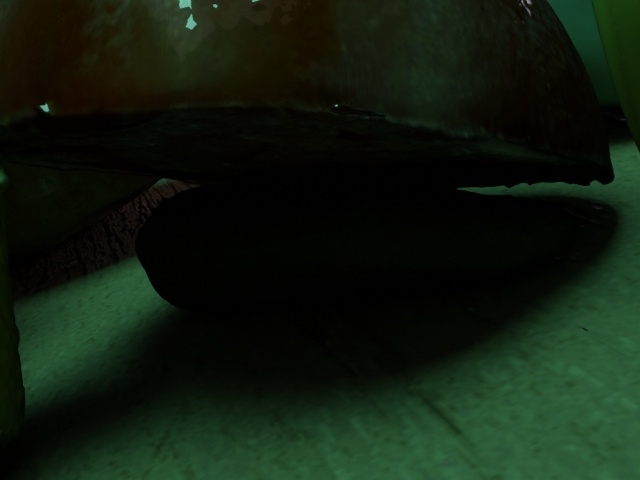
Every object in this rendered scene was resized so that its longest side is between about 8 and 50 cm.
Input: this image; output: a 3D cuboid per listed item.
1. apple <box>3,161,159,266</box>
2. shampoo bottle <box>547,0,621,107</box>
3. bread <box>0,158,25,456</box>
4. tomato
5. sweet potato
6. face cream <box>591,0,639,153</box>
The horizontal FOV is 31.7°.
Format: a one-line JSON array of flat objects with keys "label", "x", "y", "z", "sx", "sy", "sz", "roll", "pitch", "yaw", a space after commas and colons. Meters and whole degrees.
[{"label": "apple", "x": -0.235, "y": -0.131, "z": 0.939, "sx": 0.277, "sy": 0.250, "sz": 0.309, "roll": -31, "pitch": 8, "yaw": 9}, {"label": "shampoo bottle", "x": 0.164, "y": -0.177, "z": 0.856, "sx": 0.222, "sy": 0.151, "sz": 0.349, "roll": -20, "pitch": 15, "yaw": -23}, {"label": "bread", "x": -0.223, "y": 0.045, "z": 0.521, "sx": 0.197, "sy": 0.170, "sz": 0.197, "roll": -11, "pitch": 17, "yaw": 3}, {"label": "tomato", "x": -0.020, "y": -0.103, "z": 0.587, "sx": 0.339, "sy": 0.143, "sz": 0.338, "roll": 2, "pitch": -4, "yaw": 0}, {"label": "sweet potato", "x": 0.000, "y": 0.000, "z": 0.601, "sx": 0.273, "sy": 0.075, "sz": 0.075, "roll": -4, "pitch": 22, "yaw": 38}, {"label": "face cream", "x": 0.229, "y": -0.127, "z": 0.481, "sx": 0.179, "sy": 0.218, "sz": 0.218, "roll": -11, "pitch": 17, "yaw": 30}]
